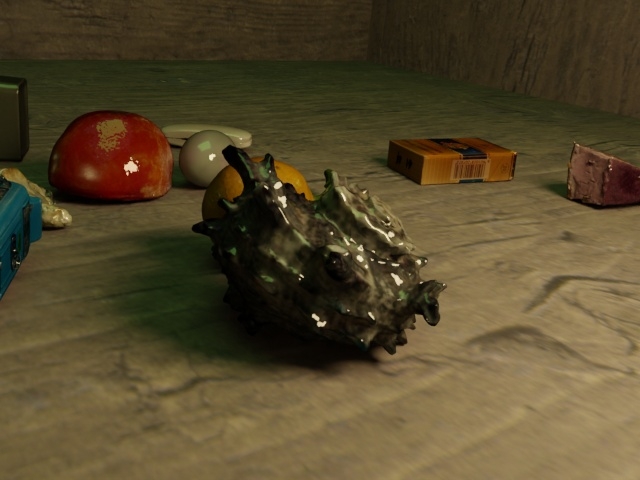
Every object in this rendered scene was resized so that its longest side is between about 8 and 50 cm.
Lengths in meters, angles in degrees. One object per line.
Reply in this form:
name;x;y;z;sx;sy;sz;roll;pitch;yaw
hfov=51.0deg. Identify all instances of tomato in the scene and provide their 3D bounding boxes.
tomato;-0.355;-0.156;1.167;0.201;0.139;0.233;8;20;-10

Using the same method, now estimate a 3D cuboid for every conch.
conch;0.004;0.003;0.746;0.313;0.186;0.241;22;34;21

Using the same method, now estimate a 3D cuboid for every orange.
orange;-0.080;-0.036;0.902;0.155;0.154;0.134;-2;40;-17

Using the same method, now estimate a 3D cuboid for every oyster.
oyster;-0.449;-0.070;1.005;0.191;0.081;0.163;25;16;3

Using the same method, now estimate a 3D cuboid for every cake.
cake;0.620;-0.112;1.375;0.296;0.112;0.116;7;18;-32

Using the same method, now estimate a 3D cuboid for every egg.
egg;-0.205;-0.150;1.232;0.103;0.103;0.135;9;23;9

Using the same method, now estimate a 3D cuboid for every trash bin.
trash bin;-0.693;-0.242;1.279;0.241;0.163;0.122;0;22;-14

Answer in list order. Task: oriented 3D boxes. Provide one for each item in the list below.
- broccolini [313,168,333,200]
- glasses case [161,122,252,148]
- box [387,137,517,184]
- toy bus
broccolini;-0.051;-0.072;1.123;0.123;0.062;0.271;27;32;13
glasses case;-0.257;-0.234;1.512;0.204;0.051;0.081;5;20;1
box;0.285;-0.177;1.466;0.238;0.070;0.152;-3;22;-24
toy bus;-0.411;0.007;0.761;0.135;0.113;0.246;5;22;-12
